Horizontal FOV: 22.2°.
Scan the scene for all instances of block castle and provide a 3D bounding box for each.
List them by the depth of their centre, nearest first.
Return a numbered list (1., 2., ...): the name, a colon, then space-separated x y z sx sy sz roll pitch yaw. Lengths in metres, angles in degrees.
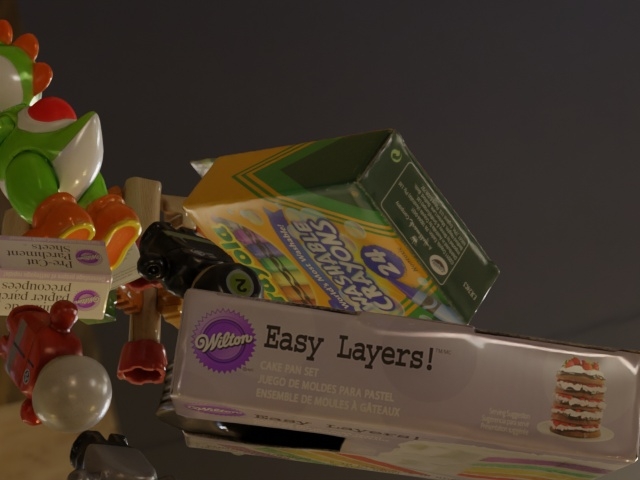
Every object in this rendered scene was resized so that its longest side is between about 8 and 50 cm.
1. block castle: -0.272 0.097 2.528 0.303 0.213 0.453 -10 154 22

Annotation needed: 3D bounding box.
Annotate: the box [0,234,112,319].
1. box: -0.378 0.032 1.659 0.324 0.067 0.063 4 125 -18

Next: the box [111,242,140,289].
1. box: -0.301 0.025 2.167 0.102 0.087 0.101 -25 -173 -21

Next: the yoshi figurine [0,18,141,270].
1. yoshi figurine: -0.389 -0.101 1.991 0.203 0.362 0.203 -26 156 -22

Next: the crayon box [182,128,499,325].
1. crayon box: 0.000 0.000 1.694 0.323 0.083 0.203 -5 132 48

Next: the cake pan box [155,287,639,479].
1. cake pan box: 0.038 0.096 0.976 0.266 0.070 0.246 8 165 -2

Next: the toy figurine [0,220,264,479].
1. toy figurine: -0.123 0.114 1.276 0.213 0.148 0.209 -31 122 -15
